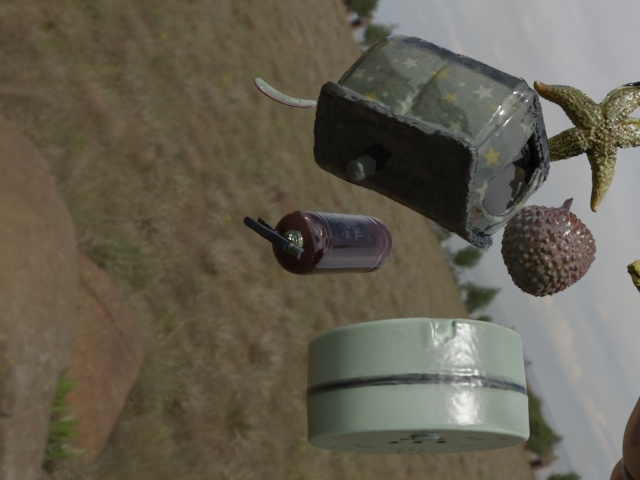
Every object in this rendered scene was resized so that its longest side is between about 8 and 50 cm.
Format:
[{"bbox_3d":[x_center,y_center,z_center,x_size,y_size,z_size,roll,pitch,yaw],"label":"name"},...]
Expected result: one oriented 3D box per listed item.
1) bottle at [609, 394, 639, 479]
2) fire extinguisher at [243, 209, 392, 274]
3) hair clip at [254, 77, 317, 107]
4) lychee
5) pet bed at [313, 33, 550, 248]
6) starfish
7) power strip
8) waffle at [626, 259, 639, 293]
[{"bbox_3d":[0.517,0.267,1.310,0.206,0.173,0.297,-86,-171,-65],"label":"bottle"},{"bbox_3d":[0.000,0.000,1.681,0.135,0.114,0.337,35,16,25],"label":"fire extinguisher"},{"bbox_3d":[-0.074,-0.297,1.911,0.137,0.022,0.054,20,25,-9],"label":"hair clip"},{"bbox_3d":[0.392,0.004,1.602,0.165,0.197,0.165,25,-10,4],"label":"lychee"},{"bbox_3d":[0.112,-0.093,0.976,0.211,0.159,0.183,31,-18,31],"label":"pet bed"},{"bbox_3d":[0.354,-0.124,1.190,0.053,0.208,0.176,-31,116,-75],"label":"starfish"},{"bbox_3d":[0.143,0.236,1.424,0.357,0.357,0.161,49,38,-66],"label":"power strip"},{"bbox_3d":[0.724,0.131,1.985,0.149,0.051,0.194,40,16,-37],"label":"waffle"}]
